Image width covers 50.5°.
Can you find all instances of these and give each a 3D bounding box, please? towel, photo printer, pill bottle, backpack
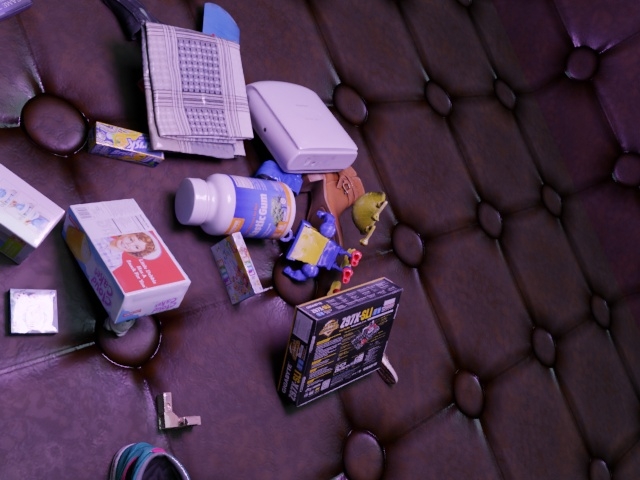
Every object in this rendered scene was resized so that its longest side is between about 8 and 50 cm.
[{"bbox_3d":[-0.301,-0.367,1.696,0.312,0.056,0.323,-4,89,-51],"label":"towel"},{"bbox_3d":[-0.068,-0.327,1.897,0.256,0.107,0.307,-7,54,-45],"label":"photo printer"},{"bbox_3d":[-0.211,-0.084,1.674,0.272,0.152,0.152,4,68,-37],"label":"pill bottle"},{"bbox_3d":[-0.121,-0.161,1.835,0.120,0.098,0.101,27,49,-15],"label":"backpack"}]

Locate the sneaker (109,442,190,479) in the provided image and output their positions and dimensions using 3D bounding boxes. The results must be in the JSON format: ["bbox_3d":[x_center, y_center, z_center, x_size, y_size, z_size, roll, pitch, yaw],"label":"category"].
[{"bbox_3d":[-0.318,0.527,1.277,0.124,0.178,0.295,9,65,-38],"label":"sneaker"}]

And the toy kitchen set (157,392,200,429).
[{"bbox_3d":[-0.295,0.362,1.452,0.083,0.068,0.075,7,66,-39],"label":"toy kitchen set"}]

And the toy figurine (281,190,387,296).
[{"bbox_3d":[0.000,0.000,1.759,0.217,0.362,0.191,25,9,-1],"label":"toy figurine"}]

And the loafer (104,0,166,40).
[{"bbox_3d":[-0.462,-0.549,1.727,0.223,0.076,0.078,39,64,-9],"label":"loafer"}]

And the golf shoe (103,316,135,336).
[{"bbox_3d":[-0.402,0.119,1.463,0.069,0.086,0.176,28,53,-28],"label":"golf shoe"}]

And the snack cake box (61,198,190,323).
[{"bbox_3d":[-0.410,0.035,1.420,0.152,0.089,0.264,-10,51,-44],"label":"snack cake box"}]

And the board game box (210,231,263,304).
[{"bbox_3d":[-0.204,0.069,1.645,0.026,0.103,0.154,-16,81,-44],"label":"board game box"}]

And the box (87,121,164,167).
[{"bbox_3d":[-0.456,-0.224,1.598,0.169,0.054,0.059,11,64,-38],"label":"box"}]

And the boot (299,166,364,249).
[{"bbox_3d":[0.047,-0.103,1.962,0.220,0.109,0.283,-14,72,-48],"label":"boot"}]

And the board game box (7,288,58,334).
[{"bbox_3d":[-0.572,0.142,1.348,0.090,0.020,0.090,6,67,-39],"label":"board game box"}]

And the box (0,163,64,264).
[{"bbox_3d":[-0.630,-0.065,1.328,0.203,0.114,0.103,40,50,-19],"label":"box"}]

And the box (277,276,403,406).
[{"bbox_3d":[0.053,0.247,1.697,0.322,0.079,0.257,-15,125,-44],"label":"box"}]

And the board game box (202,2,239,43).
[{"bbox_3d":[-0.291,-0.589,1.928,0.133,0.033,0.168,27,53,-44],"label":"board game box"}]

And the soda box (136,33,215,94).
[{"bbox_3d":[-0.351,-0.443,1.773,0.092,0.083,0.263,53,45,-10],"label":"soda box"}]

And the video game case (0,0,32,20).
[{"bbox_3d":[-0.805,-0.595,1.489,0.274,0.026,0.196,50,46,-13],"label":"video game case"}]

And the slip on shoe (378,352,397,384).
[{"bbox_3d":[0.175,0.338,1.889,0.135,0.051,0.041,51,48,0],"label":"slip on shoe"}]
